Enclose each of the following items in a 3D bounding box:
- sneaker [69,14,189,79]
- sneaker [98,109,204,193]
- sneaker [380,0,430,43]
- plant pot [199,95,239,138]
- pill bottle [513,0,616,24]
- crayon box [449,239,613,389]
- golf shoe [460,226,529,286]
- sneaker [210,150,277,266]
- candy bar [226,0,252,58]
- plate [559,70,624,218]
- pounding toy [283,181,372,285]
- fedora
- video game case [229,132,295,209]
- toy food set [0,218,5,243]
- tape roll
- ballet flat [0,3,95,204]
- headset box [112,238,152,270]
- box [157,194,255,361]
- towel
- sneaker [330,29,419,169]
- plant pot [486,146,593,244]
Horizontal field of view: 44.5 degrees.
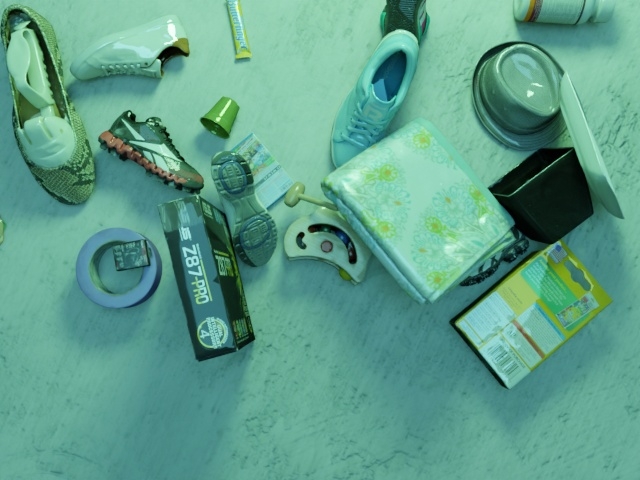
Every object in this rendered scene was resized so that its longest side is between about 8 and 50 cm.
[{"bbox_3d":[-0.451,-0.432,1.867,0.290,0.106,0.123,-25,84,-4],"label":"sneaker"},{"bbox_3d":[-0.384,-0.215,1.856,0.276,0.097,0.135,31,88,3],"label":"sneaker"},{"bbox_3d":[0.211,-0.571,1.851,0.123,0.178,0.296,11,115,1],"label":"sneaker"},{"bbox_3d":[-0.235,-0.301,1.881,0.083,0.083,0.079,30,74,1],"label":"plant pot"},{"bbox_3d":[0.588,-0.586,1.889,0.221,0.121,0.121,3,86,-1],"label":"pill bottle"},{"bbox_3d":[0.496,0.170,1.851,0.323,0.083,0.203,-39,87,-3],"label":"crayon box"},{"bbox_3d":[0.399,0.035,1.871,0.198,0.077,0.094,-33,76,-10],"label":"golf shoe"},{"bbox_3d":[-0.180,-0.080,1.835,0.110,0.129,0.297,-18,111,-10],"label":"sneaker"},{"bbox_3d":[-0.203,-0.526,1.923,0.040,0.018,0.162,-11,87,-2],"label":"candy bar"},{"bbox_3d":[0.606,-0.204,1.767,0.045,0.278,0.277,-22,63,21],"label":"plate"},{"bbox_3d":[0.000,0.000,1.818,0.269,0.155,0.154,40,82,2],"label":"pounding toy"},{"bbox_3d":[0.494,-0.361,1.869,0.243,0.124,0.276,-29,87,-2],"label":"fedora"},{"bbox_3d":[-0.157,-0.162,1.898,0.119,0.015,0.166,-40,88,-3],"label":"video game case"},{"bbox_3d":[-0.798,-0.030,1.874,0.083,0.020,0.083,7,85,0],"label":"toy food set"},{"bbox_3d":[-0.473,0.066,1.844,0.188,0.080,0.189,0,85,-1],"label":"tape roll"},{"bbox_3d":[-0.657,-0.320,1.818,0.163,0.182,0.483,-16,86,-3],"label":"ballet flat"},{"bbox_3d":[-0.429,0.033,1.790,0.083,0.032,0.062,-11,87,-3],"label":"headset box"},{"bbox_3d":[-0.235,0.085,1.689,0.097,0.395,0.319,-16,85,0],"label":"box"},{"bbox_3d":[0.231,-0.072,1.764,0.320,0.090,0.374,-34,79,-29],"label":"towel"},{"bbox_3d":[0.112,-0.306,1.794,0.135,0.150,0.366,22,112,0],"label":"sneaker"},{"bbox_3d":[0.524,-0.098,1.831,0.188,0.187,0.167,-37,100,-3],"label":"plant pot"}]
